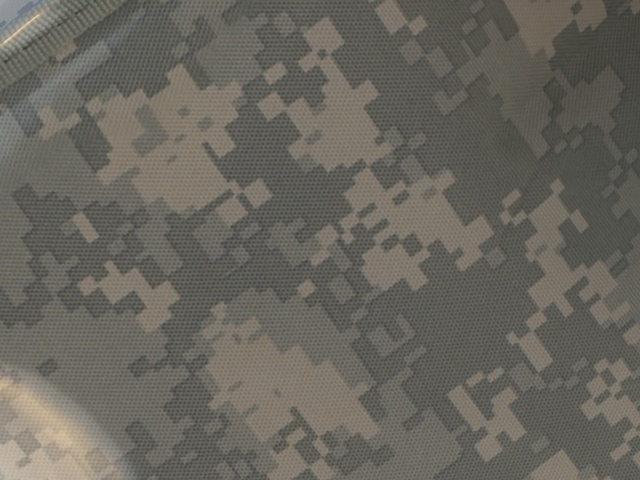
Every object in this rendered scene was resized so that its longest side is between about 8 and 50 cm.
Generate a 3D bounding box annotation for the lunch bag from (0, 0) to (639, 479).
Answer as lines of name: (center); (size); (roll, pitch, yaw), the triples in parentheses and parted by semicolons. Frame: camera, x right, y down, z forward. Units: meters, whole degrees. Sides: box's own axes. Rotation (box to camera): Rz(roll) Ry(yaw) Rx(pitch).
lunch bag: (0.000, 0.000, 0.531); (0.235, 0.287, 0.169); (54, -173, -18)
